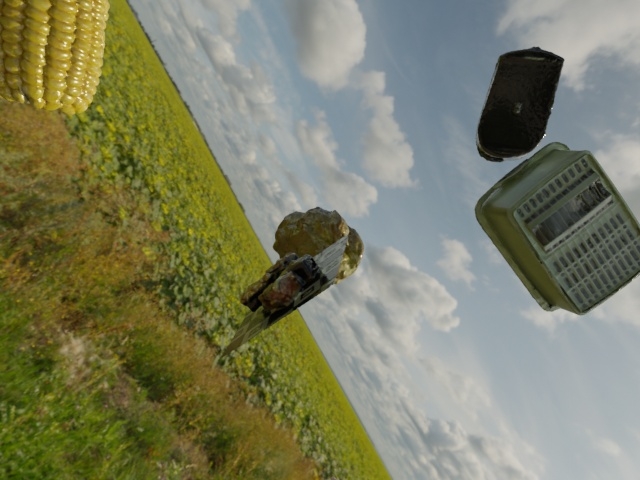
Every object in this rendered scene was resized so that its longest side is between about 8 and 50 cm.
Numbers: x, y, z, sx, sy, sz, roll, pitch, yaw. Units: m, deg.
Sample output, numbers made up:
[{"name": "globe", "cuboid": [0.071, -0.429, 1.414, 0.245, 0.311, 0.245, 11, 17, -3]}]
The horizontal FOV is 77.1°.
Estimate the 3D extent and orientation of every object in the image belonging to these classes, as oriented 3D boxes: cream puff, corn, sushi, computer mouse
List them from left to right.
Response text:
[{"name": "corn", "cuboid": [-0.221, -0.231, 0.333, 0.093, 0.093, 0.244, 48, -57, 61]}, {"name": "sushi", "cuboid": [-0.053, 0.053, 0.559, 0.040, 0.192, 0.210, 53, 15, -9]}, {"name": "cream puff", "cuboid": [-0.005, 0.013, 1.071, 0.244, 0.196, 0.244, 41, 1, -1]}, {"name": "computer mouse", "cuboid": [0.513, -0.350, 1.061, 0.087, 0.168, 0.296, -63, 162, -60]}]

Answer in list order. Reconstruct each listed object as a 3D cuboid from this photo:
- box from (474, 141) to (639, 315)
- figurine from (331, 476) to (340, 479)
[{"name": "box", "cuboid": [0.451, -0.020, 0.767, 0.291, 0.220, 0.166, 52, 2, -8]}, {"name": "figurine", "cuboid": [0.012, 0.336, 0.401, 0.127, 0.235, 0.155, 59, 18, -22]}]
